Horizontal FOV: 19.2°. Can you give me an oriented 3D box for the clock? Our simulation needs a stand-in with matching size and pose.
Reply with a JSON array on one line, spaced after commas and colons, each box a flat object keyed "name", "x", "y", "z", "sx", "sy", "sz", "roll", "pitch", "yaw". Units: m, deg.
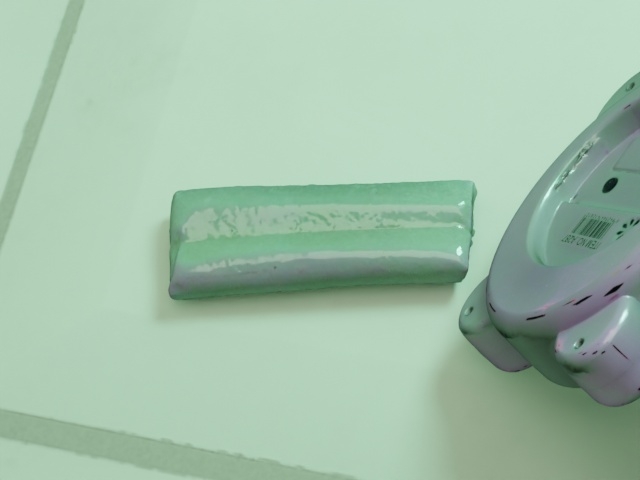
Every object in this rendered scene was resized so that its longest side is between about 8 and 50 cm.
[{"name": "clock", "x": 0.212, "y": -0.010, "z": 1.225, "sx": 0.090, "sy": 0.227, "sz": 0.248, "roll": 44, "pitch": 79, "yaw": -20}]

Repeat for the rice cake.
[{"name": "rice cake", "x": 0.001, "y": -0.001, "z": 1.338, "sx": 0.221, "sy": 0.042, "sz": 0.080, "roll": -2, "pitch": 63, "yaw": 6}]
